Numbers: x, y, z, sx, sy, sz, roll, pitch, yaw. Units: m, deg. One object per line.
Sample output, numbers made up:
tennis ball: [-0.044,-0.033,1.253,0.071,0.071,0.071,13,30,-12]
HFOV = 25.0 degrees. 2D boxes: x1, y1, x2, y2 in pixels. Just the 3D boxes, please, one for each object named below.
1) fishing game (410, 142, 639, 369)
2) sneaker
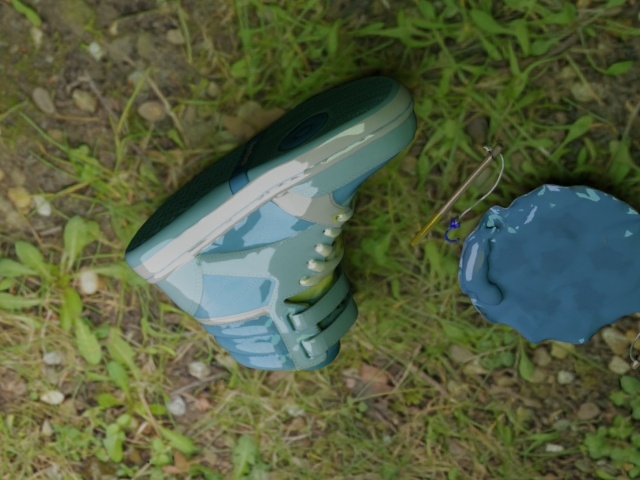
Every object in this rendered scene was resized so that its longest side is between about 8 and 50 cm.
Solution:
fishing game: [0.220,0.021,1.315,0.264,0.041,0.189,25,127,-12]
sneaker: [0.000,0.000,1.290,0.319,0.127,0.208,-30,109,33]
